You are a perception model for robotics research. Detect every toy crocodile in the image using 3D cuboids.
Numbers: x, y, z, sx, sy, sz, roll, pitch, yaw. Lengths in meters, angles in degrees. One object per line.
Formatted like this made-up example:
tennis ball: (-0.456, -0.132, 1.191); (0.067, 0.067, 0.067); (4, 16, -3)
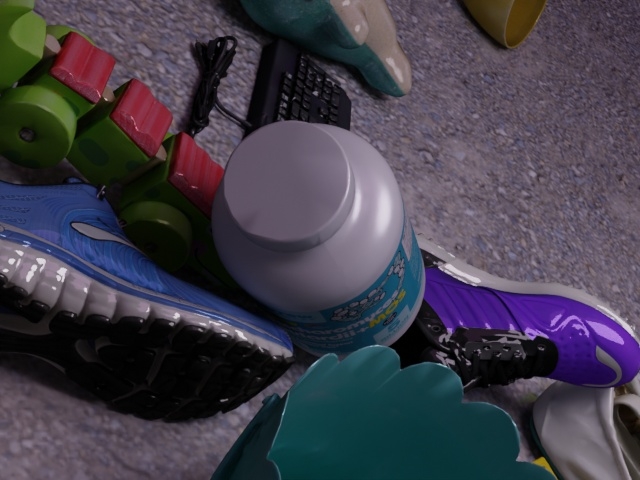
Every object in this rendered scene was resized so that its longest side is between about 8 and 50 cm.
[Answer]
toy crocodile: (-0.160, -0.079, 0.899); (0.340, 0.105, 0.115); (45, 33, -29)

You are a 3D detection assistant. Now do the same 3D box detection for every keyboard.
keyboard: (-0.052, -0.113, 1.136); (0.202, 0.033, 0.317); (29, 38, -20)

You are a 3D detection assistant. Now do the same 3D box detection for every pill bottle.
pill bottle: (0.000, 0.000, 0.877); (0.146, 0.146, 0.264); (62, 2, 22)

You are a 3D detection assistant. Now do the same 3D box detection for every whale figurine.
whale figurine: (0.002, -0.268, 1.281); (0.272, 0.141, 0.216); (49, 15, -36)

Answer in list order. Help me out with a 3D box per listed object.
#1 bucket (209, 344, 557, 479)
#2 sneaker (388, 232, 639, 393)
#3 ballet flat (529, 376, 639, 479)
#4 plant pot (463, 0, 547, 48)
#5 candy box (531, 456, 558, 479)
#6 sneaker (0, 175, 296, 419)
bucket: (0.032, 0.234, 0.750); (0.281, 0.183, 0.281); (26, 40, -24)
sneaker: (0.149, 0.100, 1.029); (0.293, 0.102, 0.146); (19, 46, 8)
ballet flat: (0.356, 0.293, 1.053); (0.139, 0.139, 0.400); (-14, 66, -50)
plant pot: (0.268, -0.364, 1.628); (0.095, 0.134, 0.134); (30, 30, 24)
candy box: (0.169, 0.269, 0.981); (0.206, 0.027, 0.105); (-11, 67, -49)
sneaker: (-0.160, 0.024, 0.815); (0.330, 0.130, 0.147); (26, 43, -24)
